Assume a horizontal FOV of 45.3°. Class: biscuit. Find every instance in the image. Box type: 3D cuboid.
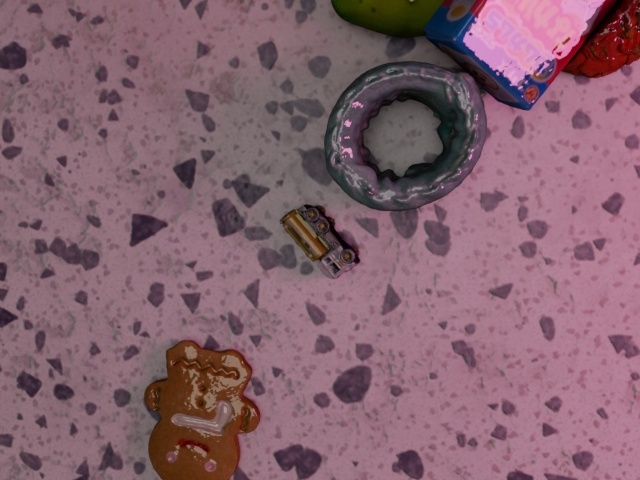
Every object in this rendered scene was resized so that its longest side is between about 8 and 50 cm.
[{"bbox_3d":[-0.187,0.279,1.173,0.184,0.035,0.248,13,97,7],"label":"biscuit"}]

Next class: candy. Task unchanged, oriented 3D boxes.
[{"bbox_3d":[0.293,-0.338,0.988,0.157,0.100,0.306,35,98,-25],"label":"candy"}]

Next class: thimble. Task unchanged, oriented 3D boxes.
[{"bbox_3d":[0.118,-0.145,1.040,0.235,0.143,0.198,-31,90,8],"label":"thimble"}]

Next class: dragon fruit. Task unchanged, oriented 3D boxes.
[{"bbox_3d":[0.400,-0.272,1.007,0.083,0.106,0.162,41,98,1],"label":"dragon fruit"}]

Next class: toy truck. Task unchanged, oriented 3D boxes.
[{"bbox_3d":[0.000,0.000,1.114,0.063,0.052,0.123,-40,87,14],"label":"toy truck"}]

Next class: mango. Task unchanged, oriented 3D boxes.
[{"bbox_3d":[0.099,-0.339,1.049,0.179,0.100,0.119,1,97,15],"label":"mango"}]
